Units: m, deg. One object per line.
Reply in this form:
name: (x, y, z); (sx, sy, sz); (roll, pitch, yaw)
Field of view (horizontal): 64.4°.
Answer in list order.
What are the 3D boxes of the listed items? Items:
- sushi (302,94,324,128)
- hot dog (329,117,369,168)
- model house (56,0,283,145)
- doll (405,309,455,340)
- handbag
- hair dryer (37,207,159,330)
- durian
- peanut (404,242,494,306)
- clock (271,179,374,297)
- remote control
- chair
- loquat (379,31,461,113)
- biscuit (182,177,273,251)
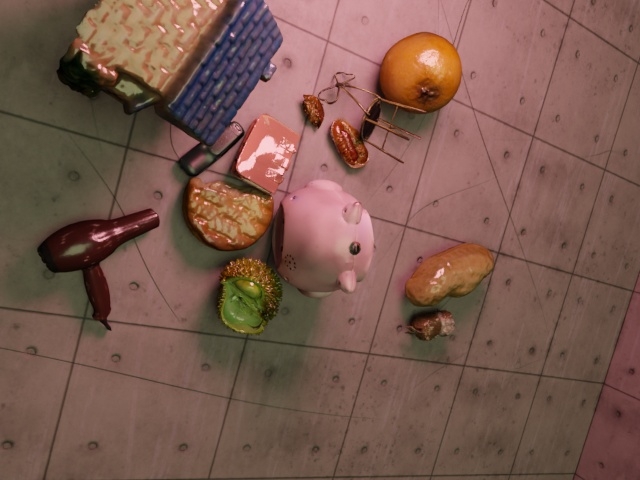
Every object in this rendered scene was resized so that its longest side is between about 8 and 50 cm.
sushi: (-0.024, -0.412, 1.609); (0.118, 0.061, 0.060); (54, 51, -19)
hot dog: (0.095, -0.323, 1.691); (0.099, 0.053, 0.192); (-46, 118, -21)
model house: (-0.347, -0.431, 1.225); (0.400, 0.445, 0.395); (31, 84, -29)
doll: (0.416, 0.334, 1.954); (0.221, 0.115, 0.105); (-16, 117, -25)
handbag: (-0.162, -0.259, 1.538); (0.157, 0.059, 0.212); (28, 74, -22)
hair dryer: (-0.586, 0.094, 1.426); (0.312, 0.123, 0.340); (-21, 120, -33)
durian: (-0.215, 0.163, 1.555); (0.200, 0.176, 0.237); (8, 116, 16)
peanut: (0.485, 0.133, 1.921); (0.387, 0.169, 0.192); (-21, 113, -18)
clock: (0.000, 0.000, 1.529); (0.250, 0.377, 0.368); (3, 95, -22)
remote control: (-0.316, -0.273, 1.495); (0.222, 0.042, 0.072); (-43, 100, -16)
chair: (0.165, -0.399, 1.641); (0.160, 0.326, 0.170); (-56, 163, -24)
loquat: (0.324, -0.538, 1.652); (0.263, 0.263, 0.263); (-6, 103, -26)
biscuit: (-0.285, -0.075, 1.530); (0.274, 0.091, 0.213); (14, 91, -30)
